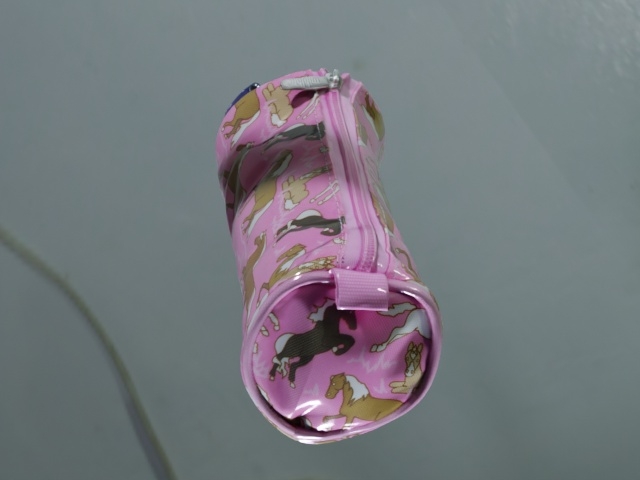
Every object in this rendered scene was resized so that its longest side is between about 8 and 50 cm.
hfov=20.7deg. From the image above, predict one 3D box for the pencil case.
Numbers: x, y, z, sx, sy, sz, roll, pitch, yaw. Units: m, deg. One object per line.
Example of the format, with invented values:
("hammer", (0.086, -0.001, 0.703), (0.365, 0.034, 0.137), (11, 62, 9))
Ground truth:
("pencil case", (0.000, 0.000, 1.431), (0.160, 0.386, 0.167), (-24, 120, 8))
